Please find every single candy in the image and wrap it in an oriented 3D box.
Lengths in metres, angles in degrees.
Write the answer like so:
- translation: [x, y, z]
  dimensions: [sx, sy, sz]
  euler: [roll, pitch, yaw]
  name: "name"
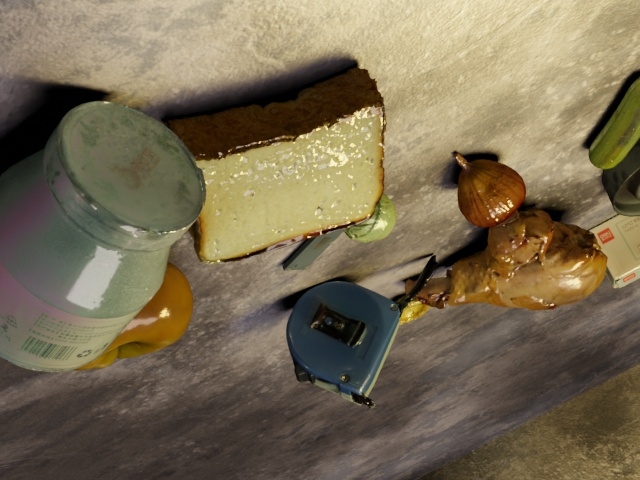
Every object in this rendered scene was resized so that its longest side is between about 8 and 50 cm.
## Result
- translation: [-0.017, -0.056, 1.612]
  dimensions: [0.335, 0.093, 0.092]
  euler: [9, 98, -34]
  name: "candy"

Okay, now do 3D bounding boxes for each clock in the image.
- translation: [0.706, -0.161, 1.988]
  dimensions: [0.318, 0.066, 0.319]
  euler: [-19, 155, -9]
  name: "clock"

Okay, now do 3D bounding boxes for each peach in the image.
- translation: [-0.324, 0.116, 1.597]
  dimensions: [0.251, 0.153, 0.251]
  euler: [-12, 168, -3]
  name: "peach"

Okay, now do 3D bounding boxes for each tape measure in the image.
- translation: [0.074, 0.130, 1.962]
  dimensions: [0.098, 0.215, 0.351]
  euler: [83, 31, -62]
  name: "tape measure"

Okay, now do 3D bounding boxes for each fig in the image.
- translation: [0.274, -0.096, 1.755]
  dimensions: [0.119, 0.153, 0.119]
  euler: [-49, -173, 8]
  name: "fig"

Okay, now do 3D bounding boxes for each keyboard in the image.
- translation: [0.001, 0.001, 1.780]
  dimensions: [0.055, 0.014, 0.176]
  euler: [1, 145, -42]
  name: "keyboard"

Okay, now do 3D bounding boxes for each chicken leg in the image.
- translation: [0.359, 0.036, 2.023]
  dimensions: [0.409, 0.182, 0.295]
  euler: [-12, 147, 13]
  name: "chicken leg"

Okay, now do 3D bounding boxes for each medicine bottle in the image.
- translation: [-0.297, -0.009, 1.264]
  dimensions: [0.245, 0.245, 0.290]
  euler: [4, 141, -43]
  name: "medicine bottle"

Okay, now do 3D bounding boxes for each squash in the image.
- translation: [0.532, -0.202, 1.772]
  dimensions: [0.066, 0.066, 0.229]
  euler: [-14, 151, -18]
  name: "squash"

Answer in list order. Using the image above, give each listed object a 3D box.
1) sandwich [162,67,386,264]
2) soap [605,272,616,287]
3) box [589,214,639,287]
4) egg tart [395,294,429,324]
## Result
- translation: [-0.054, -0.095, 1.435]
  dimensions: [0.301, 0.099, 0.271]
  euler: [-18, 149, -12]
  name: "sandwich"
- translation: [0.734, 0.041, 2.400]
  dimensions: [0.121, 0.064, 0.183]
  euler: [-25, 154, 6]
  name: "soap"
- translation: [0.730, -0.015, 2.205]
  dimensions: [0.269, 0.135, 0.079]
  euler: [-29, 154, 13]
  name: "box"
- translation: [0.189, 0.144, 2.178]
  dimensions: [0.105, 0.039, 0.105]
  euler: [-18, 154, -9]
  name: "egg tart"
